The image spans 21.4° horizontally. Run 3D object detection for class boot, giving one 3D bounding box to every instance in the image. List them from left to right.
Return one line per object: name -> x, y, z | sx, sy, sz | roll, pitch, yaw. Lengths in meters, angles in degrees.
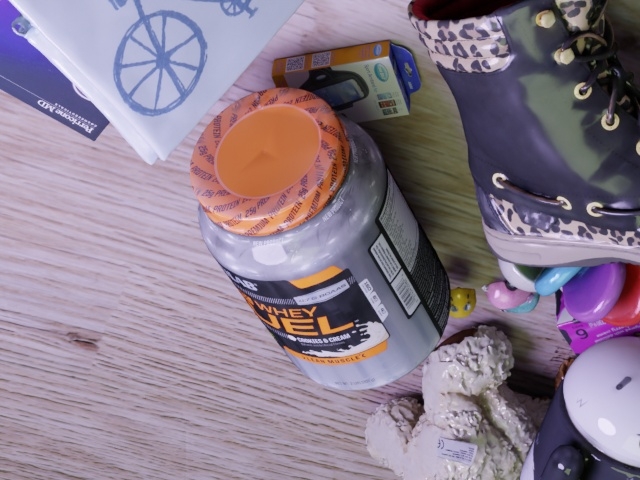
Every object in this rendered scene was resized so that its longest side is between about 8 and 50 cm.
boot -> 0.270, -0.121, 1.502 | 0.377, 0.138, 0.284 | -3, 126, 39

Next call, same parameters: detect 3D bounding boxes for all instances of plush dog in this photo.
plush dog -> 0.210, 0.240, 1.989 | 0.225, 0.210, 0.262 | 0, 144, -30

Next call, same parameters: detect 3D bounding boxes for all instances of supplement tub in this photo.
supplement tub -> 0.000, 0.000, 1.687 | 0.194, 0.193, 0.316 | -11, 144, 18

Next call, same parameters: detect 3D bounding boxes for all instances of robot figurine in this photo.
robot figurine -> 0.320, 0.234, 1.832 | 0.174, 0.209, 0.278 | 16, 128, -1

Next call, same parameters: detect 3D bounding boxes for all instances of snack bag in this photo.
snack bag -> -0.135, -0.279, 1.383 | 0.323, 0.037, 0.342 | -50, 127, -8

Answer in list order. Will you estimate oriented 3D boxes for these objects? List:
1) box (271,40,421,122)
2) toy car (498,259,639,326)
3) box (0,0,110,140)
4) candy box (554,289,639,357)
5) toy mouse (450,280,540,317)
box -> 0.028, -0.151, 1.664 | 0.136, 0.028, 0.081 | -7, 137, 17
toy car -> 0.283, 0.024, 1.737 | 0.182, 0.136, 0.159 | 12, 142, -32
box -> -0.262, -0.229, 1.505 | 0.261, 0.103, 0.184 | 29, 138, -18
candy box -> 0.379, 0.118, 1.897 | 0.159, 0.071, 0.233 | -18, 134, 24
toy mouse -> 0.204, 0.063, 1.840 | 0.143, 0.031, 0.161 | -5, 172, -2
